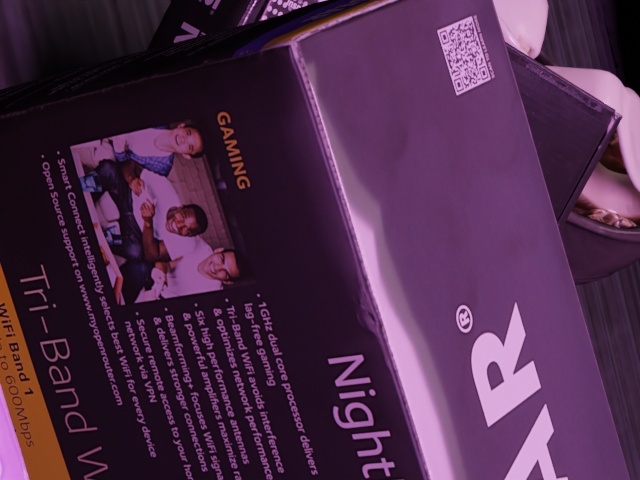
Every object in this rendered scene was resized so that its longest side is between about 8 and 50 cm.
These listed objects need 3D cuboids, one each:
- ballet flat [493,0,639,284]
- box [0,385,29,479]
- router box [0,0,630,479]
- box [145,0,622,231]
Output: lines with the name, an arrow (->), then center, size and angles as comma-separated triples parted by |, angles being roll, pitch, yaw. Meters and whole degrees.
ballet flat -> 0.068, -0.072, 0.774 | 0.280, 0.096, 0.095 | 34, 56, -42
box -> -0.118, 0.085, 0.428 | 0.057, 0.201, 0.293 | -21, 100, -30
router box -> -0.032, 0.105, 0.501 | 0.081, 0.243, 0.309 | -28, 105, -49
box -> 0.000, 0.000, 0.652 | 0.190, 0.045, 0.184 | 24, 98, -46
